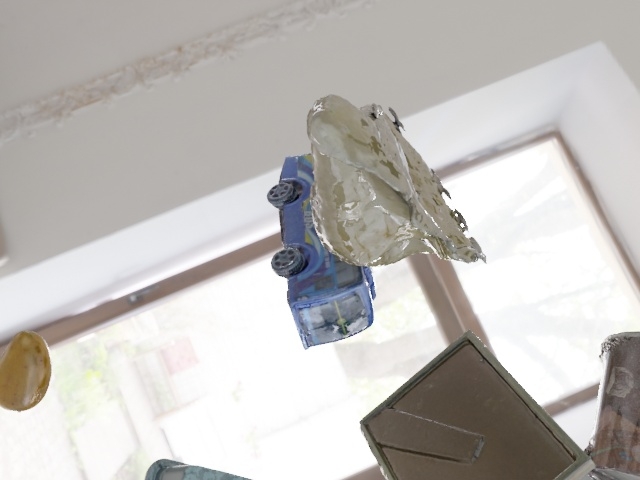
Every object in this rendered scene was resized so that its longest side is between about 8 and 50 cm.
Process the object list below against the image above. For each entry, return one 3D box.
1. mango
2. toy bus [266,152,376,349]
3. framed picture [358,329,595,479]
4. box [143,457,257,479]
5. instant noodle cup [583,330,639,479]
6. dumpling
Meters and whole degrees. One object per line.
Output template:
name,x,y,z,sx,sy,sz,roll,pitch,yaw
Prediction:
mango,-0.375,0.164,0.902,0.080,0.114,0.060,30,17,25
toy bus,0.001,-0.002,0.746,0.237,0.094,0.079,-98,168,-48
framed picture,0.185,0.270,0.959,0.024,0.232,0.315,48,3,-28
box,-0.137,0.396,0.974,0.130,0.226,0.162,-31,-138,48
instant noodle cup,0.496,0.269,1.043,0.217,0.217,0.208,78,33,-65
dumpling,0.054,-0.033,0.574,0.166,0.086,0.332,57,17,-2
